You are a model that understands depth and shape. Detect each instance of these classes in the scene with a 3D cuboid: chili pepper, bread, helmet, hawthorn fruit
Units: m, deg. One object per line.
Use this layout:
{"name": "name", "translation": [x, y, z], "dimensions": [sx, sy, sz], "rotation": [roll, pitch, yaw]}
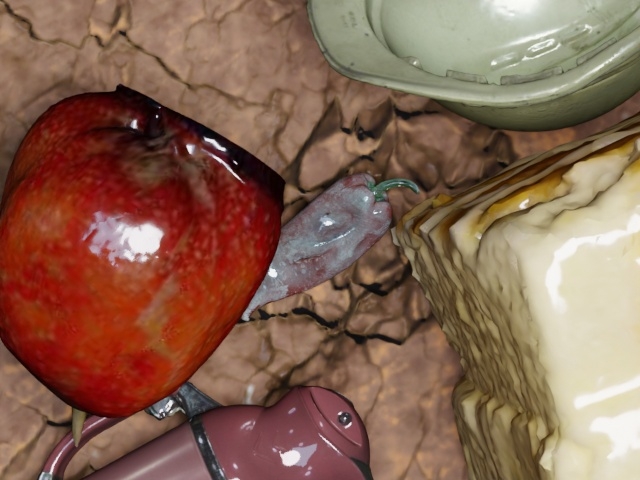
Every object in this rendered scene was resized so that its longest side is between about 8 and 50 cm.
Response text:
{"name": "chili pepper", "translation": [0.000, 0.000, 1.185], "dimensions": [0.153, 0.041, 0.050], "rotation": [-40, 73, 17]}
{"name": "bread", "translation": [0.259, 0.037, 1.020], "dimensions": [0.390, 0.371, 0.279], "rotation": [-25, 92, -3]}
{"name": "helmet", "translation": [0.132, -0.142, 1.133], "dimensions": [0.257, 0.137, 0.204], "rotation": [-5, 56, 15]}
{"name": "hawthorn fruit", "translation": [-0.133, 0.020, 1.128], "dimensions": [0.189, 0.189, 0.251], "rotation": [24, 112, -2]}

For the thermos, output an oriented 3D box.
{"name": "thermos", "translation": [-0.122, 0.190, 1.170], "dimensions": [0.330, 0.136, 0.109], "rotation": [-28, 128, 1]}
